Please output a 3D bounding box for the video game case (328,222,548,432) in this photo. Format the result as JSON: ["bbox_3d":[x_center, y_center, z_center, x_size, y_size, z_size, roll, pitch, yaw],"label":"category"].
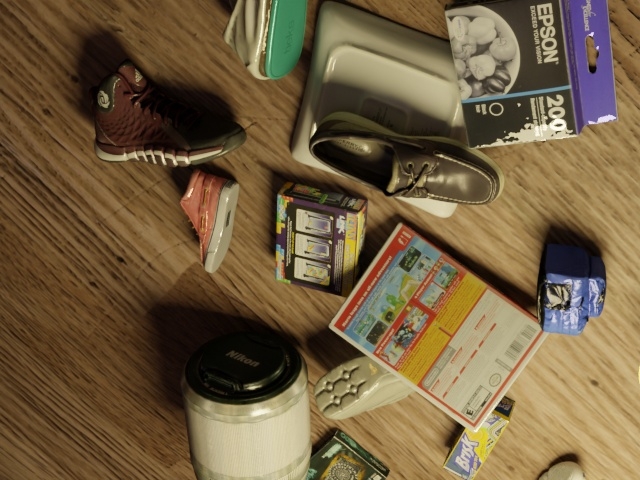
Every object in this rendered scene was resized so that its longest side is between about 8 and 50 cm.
[{"bbox_3d":[0.183,0.135,1.650,0.285,0.025,0.204,36,99,9],"label":"video game case"}]

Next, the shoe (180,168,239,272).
[{"bbox_3d":[-0.192,-0.034,1.776,0.081,0.063,0.178,22,122,13],"label":"shoe"}]

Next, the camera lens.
[{"bbox_3d":[-0.127,0.315,1.866,0.219,0.219,0.274,10,124,19],"label":"camera lens"}]

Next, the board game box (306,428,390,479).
[{"bbox_3d":[0.030,0.444,1.998,0.126,0.026,0.186,39,129,-2],"label":"board game box"}]

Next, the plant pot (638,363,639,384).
[{"bbox_3d":[0.542,0.182,1.542,0.134,0.095,0.134,14,121,25],"label":"plant pot"}]

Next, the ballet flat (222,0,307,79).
[{"bbox_3d":[-0.062,-0.409,1.444,0.139,0.139,0.400,25,128,9],"label":"ballet flat"}]

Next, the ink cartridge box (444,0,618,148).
[{"bbox_3d":[0.285,-0.231,1.413,0.208,0.045,0.206,-7,118,15],"label":"ink cartridge box"}]

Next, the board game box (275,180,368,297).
[{"bbox_3d":[0.000,0.000,1.715,0.141,0.048,0.170,14,125,14],"label":"board game box"}]

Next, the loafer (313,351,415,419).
[{"bbox_3d":[0.133,0.200,1.752,0.319,0.111,0.112,-29,71,24],"label":"loafer"}]

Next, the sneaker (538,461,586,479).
[{"bbox_3d":[0.420,0.473,1.812,0.126,0.091,0.240,18,128,-9],"label":"sneaker"}]

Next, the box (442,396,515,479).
[{"bbox_3d":[0.268,0.331,1.797,0.059,0.054,0.169,27,128,7],"label":"box"}]

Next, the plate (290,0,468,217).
[{"bbox_3d":[0.097,-0.181,1.556,0.278,0.045,0.277,22,126,10],"label":"plate"}]

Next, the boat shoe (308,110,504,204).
[{"bbox_3d":[0.117,-0.103,1.508,0.285,0.092,0.103,21,126,10],"label":"boat shoe"}]

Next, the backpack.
[{"bbox_3d":[0.368,0.082,1.563,0.101,0.098,0.120,9,123,15],"label":"backpack"}]

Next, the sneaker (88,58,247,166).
[{"bbox_3d":[-0.258,-0.208,1.668,0.281,0.106,0.162,1,117,25],"label":"sneaker"}]
